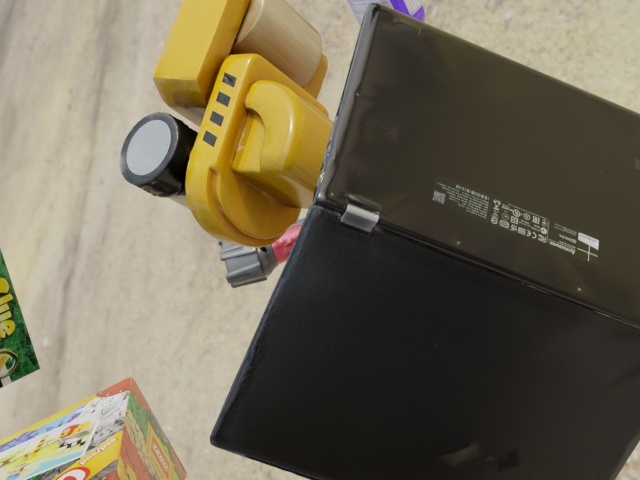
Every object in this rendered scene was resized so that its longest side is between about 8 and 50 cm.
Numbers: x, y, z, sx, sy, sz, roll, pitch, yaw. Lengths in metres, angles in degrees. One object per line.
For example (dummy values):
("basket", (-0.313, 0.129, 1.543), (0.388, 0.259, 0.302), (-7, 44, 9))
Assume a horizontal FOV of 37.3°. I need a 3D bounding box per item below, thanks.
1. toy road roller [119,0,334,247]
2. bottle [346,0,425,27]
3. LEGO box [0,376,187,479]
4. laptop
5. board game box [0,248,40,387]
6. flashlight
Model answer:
("toy road roller", (-0.061, -0.152, 1.142), (0.241, 0.202, 0.329), (7, 74, 38))
("bottle", (0.116, -0.390, 1.608), (0.118, 0.283, 0.092), (11, 52, 48))
("LEGO box", (-0.435, 0.426, 1.229), (0.193, 0.500, 0.372), (64, 178, -15))
("laptop", (0.147, 0.041, 0.946), (0.236, 0.382, 0.407), (124, 164, -54))
("board game box", (-0.501, 0.111, 1.363), (0.030, 0.136, 0.259), (30, 138, 43))
("flashlight", (0.000, 0.000, 1.443), (0.103, 0.304, 0.103), (69, -176, -77))
